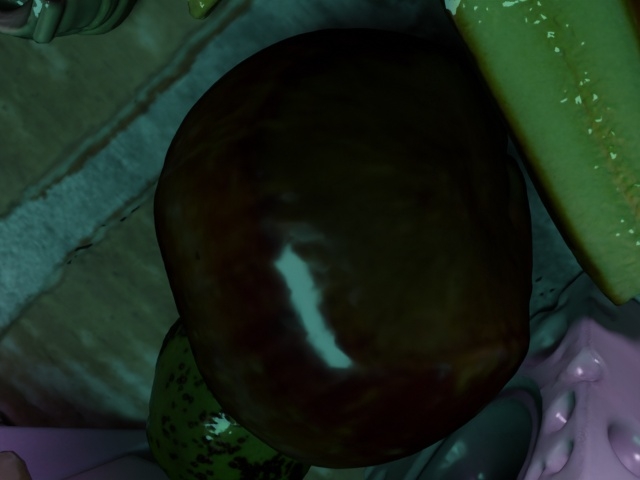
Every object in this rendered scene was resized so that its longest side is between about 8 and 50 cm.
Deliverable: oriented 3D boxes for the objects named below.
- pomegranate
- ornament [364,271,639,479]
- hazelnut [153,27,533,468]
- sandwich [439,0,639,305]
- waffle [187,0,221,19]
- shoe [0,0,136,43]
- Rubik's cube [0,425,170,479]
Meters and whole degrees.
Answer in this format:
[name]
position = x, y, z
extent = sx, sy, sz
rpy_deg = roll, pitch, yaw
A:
[pomegranate]
position = -0.038, 0.102, 0.763
extent = 0.125, 0.163, 0.138
rpy_deg = 15, 114, 53
[ornament]
position = 0.165, 0.216, 0.686
extent = 0.239, 0.239, 0.240
rpy_deg = 37, 122, -8
[hazelnut]
position = 0.000, 0.000, 0.614
extent = 0.218, 0.234, 0.218
rpy_deg = 0, 157, 0
[sandwich]
position = 0.139, -0.081, 0.604
extent = 0.090, 0.088, 0.244
rpy_deg = -20, 125, 20
[waffle]
position = -0.093, -0.227, 0.627
extent = 0.125, 0.032, 0.191
rpy_deg = -37, 103, 32
[shoe]
position = -0.231, -0.201, 0.639
extent = 0.274, 0.098, 0.103
rpy_deg = 32, 119, -3
[Rubik's cube]
position = -0.221, 0.322, 0.793
extent = 0.387, 0.368, 0.358
rpy_deg = 40, 137, 41
